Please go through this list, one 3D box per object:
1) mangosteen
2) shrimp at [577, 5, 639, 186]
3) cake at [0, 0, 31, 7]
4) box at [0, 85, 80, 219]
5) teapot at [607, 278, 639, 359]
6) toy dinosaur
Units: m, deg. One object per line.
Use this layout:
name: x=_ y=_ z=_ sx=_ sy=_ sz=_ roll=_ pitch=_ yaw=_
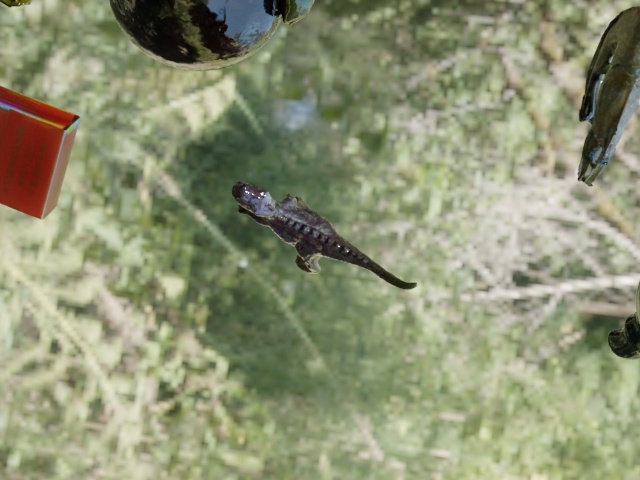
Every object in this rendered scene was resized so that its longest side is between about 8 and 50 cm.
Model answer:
mangosteen: x=-0.146 y=-0.371 z=2.058 sx=0.300 sy=0.300 sz=0.300 roll=7 pitch=90 yaw=-77
shrimp: x=0.344 y=-0.175 z=1.815 sx=0.126 sy=0.047 sz=0.223 roll=-157 pitch=-94 yaw=-72
cake: x=-0.399 y=-0.360 z=1.795 sx=0.116 sy=0.185 sz=0.080 roll=-44 pitch=162 yaw=-45
box: x=-0.347 y=-0.105 z=1.558 sx=0.048 sy=0.175 sz=0.112 roll=-63 pitch=175 yaw=-64
teapot: x=0.350 y=0.087 z=1.214 sx=0.173 sy=0.269 sz=0.182 roll=0 pitch=100 yaw=-47
toy dinosaur: x=-0.004 y=0.003 z=1.895 sx=0.072 sy=0.251 sz=0.200 roll=-49 pitch=179 yaw=-4
